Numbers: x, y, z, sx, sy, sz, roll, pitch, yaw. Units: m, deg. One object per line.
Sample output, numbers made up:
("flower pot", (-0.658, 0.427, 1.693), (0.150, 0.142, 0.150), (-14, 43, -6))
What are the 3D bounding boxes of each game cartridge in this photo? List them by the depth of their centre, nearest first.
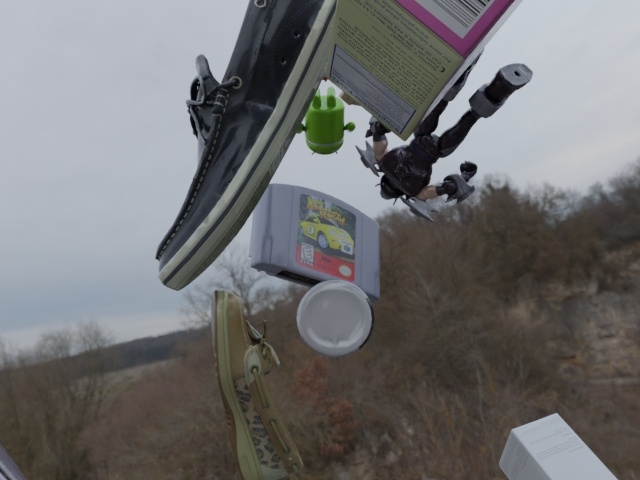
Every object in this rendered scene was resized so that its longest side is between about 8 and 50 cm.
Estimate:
("game cartridge", (0.000, 0.000, 1.209), (0.294, 0.196, 0.060), (19, -34, -30))

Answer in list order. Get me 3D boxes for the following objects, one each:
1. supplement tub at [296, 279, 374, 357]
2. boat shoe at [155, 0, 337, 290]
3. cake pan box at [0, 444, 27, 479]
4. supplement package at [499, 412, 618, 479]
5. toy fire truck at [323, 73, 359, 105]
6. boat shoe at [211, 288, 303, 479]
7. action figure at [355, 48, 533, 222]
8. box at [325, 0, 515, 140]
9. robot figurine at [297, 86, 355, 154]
("supplement tub", (0.027, 0.124, 0.974), (0.117, 0.117, 0.190), (-13, -7, 1))
("boat shoe", (-0.109, -0.171, 0.823), (0.156, 0.500, 0.187), (26, -5, -5))
("cake pan box", (-0.282, 0.076, 0.359), (0.070, 0.267, 0.245), (-43, 17, -32))
("supplement package", (0.400, 0.399, 1.006), (0.105, 0.105, 0.179), (-11, 37, -20))
("toy fire truck", (0.069, -0.314, 1.179), (0.192, 0.135, 0.047), (-7, 27, -12))
("boat shoe", (-0.090, 0.196, 0.826), (0.089, 0.285, 0.104), (-11, 16, -8))
("action figure", (0.162, -0.144, 0.858), (0.285, 0.185, 0.099), (-52, 1, 45))
("box", (0.121, -0.234, 0.562), (0.213, 0.117, 0.243), (-50, -1, -6))
("robot figurine", (0.007, -0.193, 1.004), (0.101, 0.115, 0.067), (-2, 37, -2))
